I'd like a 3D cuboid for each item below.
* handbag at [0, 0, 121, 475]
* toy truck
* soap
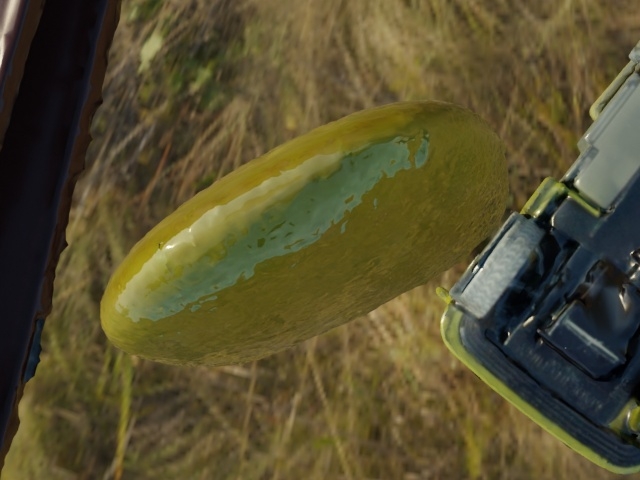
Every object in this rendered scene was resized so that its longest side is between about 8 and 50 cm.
[{"bbox_3d":[-0.186,-0.063,0.507,0.260,0.084,0.275,19,96,18],"label":"handbag"},{"bbox_3d":[0.171,-0.029,0.821,0.124,0.157,0.272,38,87,4],"label":"toy truck"},{"bbox_3d":[0.001,0.003,1.302,0.306,0.427,0.115,-26,80,10],"label":"soap"}]
